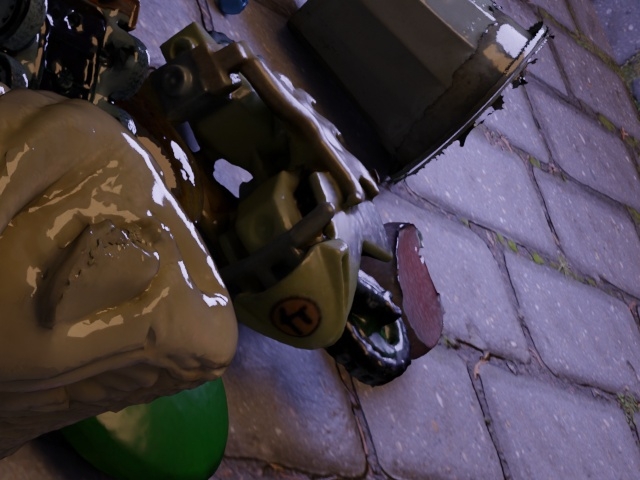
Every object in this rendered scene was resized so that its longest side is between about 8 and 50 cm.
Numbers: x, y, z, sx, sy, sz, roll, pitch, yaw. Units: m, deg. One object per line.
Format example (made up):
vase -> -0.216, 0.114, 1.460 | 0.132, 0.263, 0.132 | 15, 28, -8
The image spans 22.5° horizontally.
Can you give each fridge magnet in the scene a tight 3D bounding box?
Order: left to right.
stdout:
fridge magnet -> -0.152, 0.110, 1.299 | 0.208, 0.088, 0.208 | 44, 28, -31

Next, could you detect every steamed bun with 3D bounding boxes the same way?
steamed bun -> -0.257, 0.008, 0.865 | 0.346, 0.394, 0.237 | 117, -42, -75

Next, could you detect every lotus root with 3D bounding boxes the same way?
lotus root -> -0.193, -0.082, 1.351 | 0.241, 0.123, 0.124 | 42, 36, 12

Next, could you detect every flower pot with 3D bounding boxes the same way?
flower pot -> 0.113, -0.253, 2.028 | 0.259, 0.290, 0.290 | 46, 26, -6

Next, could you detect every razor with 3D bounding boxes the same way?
razor -> -0.096, -0.353, 1.980 | 0.253, 0.042, 0.082 | -85, 179, -50

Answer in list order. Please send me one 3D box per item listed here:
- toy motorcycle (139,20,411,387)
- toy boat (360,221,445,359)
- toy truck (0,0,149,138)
toy motorcycle -> -0.046, -0.040, 1.589 | 0.410, 0.168, 0.237 | 61, 18, 15
toy boat -> 0.075, 0.061, 1.825 | 0.227, 0.085, 0.155 | -38, 114, -74
toy truck -> -0.240, -0.049, 1.143 | 0.136, 0.162, 0.305 | 25, 72, -52
